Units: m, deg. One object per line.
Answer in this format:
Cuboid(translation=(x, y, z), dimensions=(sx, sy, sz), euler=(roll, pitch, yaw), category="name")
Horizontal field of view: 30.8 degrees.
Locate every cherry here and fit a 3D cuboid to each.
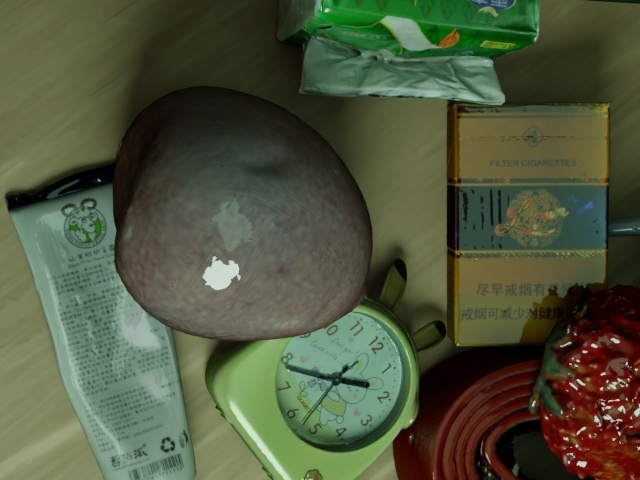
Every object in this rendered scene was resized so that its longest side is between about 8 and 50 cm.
Cuboid(translation=(-0.060, -0.023, 0.991), dimensions=(0.239, 0.239, 0.206), euler=(0, 111, -17), category="cherry")

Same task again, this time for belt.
Cuboid(translation=(0.236, 0.229, 1.159), dimensions=(0.324, 0.115, 0.227), euler=(23, 86, -17), category="belt")

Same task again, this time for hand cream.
Cuboid(translation=(-0.184, 0.101, 1.059), dimensions=(0.121, 0.076, 0.336), euler=(-16, 92, -20), category="hand cream")

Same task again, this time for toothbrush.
Cuboid(translation=(0.361, -0.016, 1.155), dimensions=(0.269, 0.027, 0.021), euler=(-4, 98, 20), category="toothbrush")

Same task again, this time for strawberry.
Cuboid(translation=(0.320, 0.142, 1.071), dimensions=(0.236, 0.111, 0.190), euler=(18, 81, -19), category="strawberry")

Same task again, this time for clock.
Cuboid(translation=(0.020, 0.124, 1.113), dimensions=(0.232, 0.069, 0.170), euler=(-38, 102, -12), category="clock")

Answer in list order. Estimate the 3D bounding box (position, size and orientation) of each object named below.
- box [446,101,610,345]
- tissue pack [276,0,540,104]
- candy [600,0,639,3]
Cuboid(translation=(0.202, -0.018, 1.141), dimensions=(0.152, 0.070, 0.237), euler=(-1, 92, -2), category="box")
Cuboid(translation=(0.076, -0.202, 1.065), dimensions=(0.209, 0.148, 0.156), euler=(4, 91, -17), category="tissue pack")
Cuboid(translation=(0.361, -0.223, 1.066), dimensions=(0.440, 0.119, 0.119), euler=(-1, 94, -23), category="candy")
